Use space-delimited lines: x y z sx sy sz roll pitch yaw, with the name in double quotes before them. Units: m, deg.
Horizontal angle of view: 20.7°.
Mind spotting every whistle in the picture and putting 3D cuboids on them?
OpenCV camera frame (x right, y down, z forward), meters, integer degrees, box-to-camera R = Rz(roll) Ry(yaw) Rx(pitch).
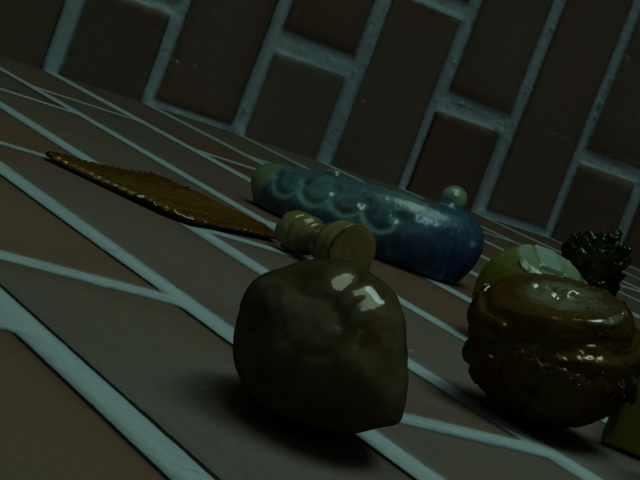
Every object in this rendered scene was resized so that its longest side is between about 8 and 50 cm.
"whistle" 0.220 0.088 1.812 0.123 0.123 0.223 19 27 -16

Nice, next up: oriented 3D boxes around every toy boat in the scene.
"toy boat" 0.074 -0.050 2.360 0.330 0.123 0.215 23 5 35

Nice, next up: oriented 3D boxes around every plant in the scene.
"plant" 0.357 0.049 2.314 0.092 0.143 0.094 23 11 35

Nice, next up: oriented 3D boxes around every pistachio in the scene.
"pistachio" 0.000 0.068 1.120 0.126 0.108 0.185 43 -7 -14

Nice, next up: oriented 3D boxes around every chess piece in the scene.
"chess piece" 0.000 0.000 1.954 0.066 0.066 0.122 16 3 -39

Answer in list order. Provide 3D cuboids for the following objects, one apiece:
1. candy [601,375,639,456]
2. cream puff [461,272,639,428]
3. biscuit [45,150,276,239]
"candy" 0.387 0.178 1.504 0.276 0.088 0.146 22 7 10
"cream puff" 0.192 0.095 1.444 0.150 0.115 0.165 8 18 9
"biscuit" -0.175 -0.050 2.038 0.237 0.013 0.232 25 7 34
